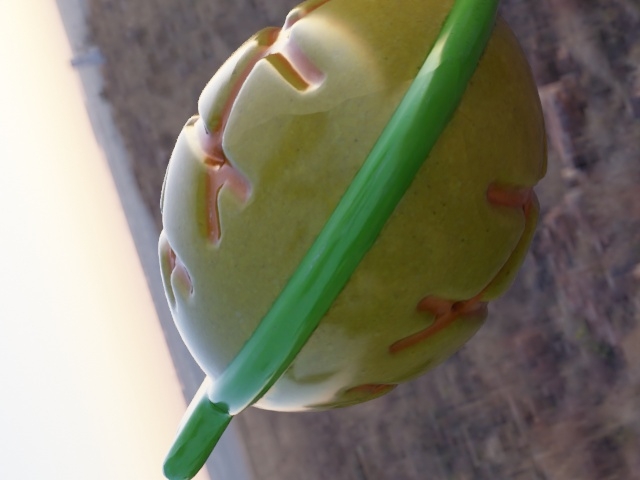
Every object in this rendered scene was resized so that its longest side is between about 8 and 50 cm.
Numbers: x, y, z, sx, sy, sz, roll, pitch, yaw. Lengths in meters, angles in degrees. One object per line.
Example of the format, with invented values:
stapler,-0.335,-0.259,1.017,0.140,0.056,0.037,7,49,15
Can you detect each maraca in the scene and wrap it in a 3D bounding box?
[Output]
maraca,0.000,0.000,0.409,0.099,0.127,0.186,33,137,-1
